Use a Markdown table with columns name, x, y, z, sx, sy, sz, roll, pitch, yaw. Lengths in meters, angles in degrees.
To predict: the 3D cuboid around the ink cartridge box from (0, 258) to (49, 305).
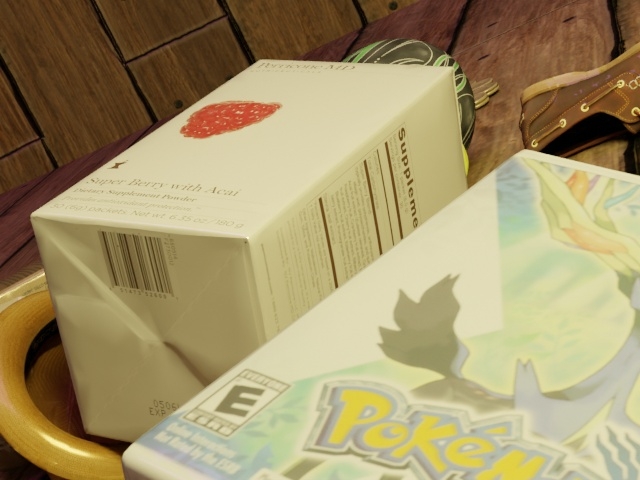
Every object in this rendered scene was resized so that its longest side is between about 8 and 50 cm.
| name | x | y | z | sx | sy | sz | roll | pitch | yaw |
| --- | --- | --- | --- | --- | --- | --- | --- | --- | --- |
| ink cartridge box | -0.266 | 0.058 | 1.574 | 0.193 | 0.088 | 0.234 | -30 | 8 | -13 |

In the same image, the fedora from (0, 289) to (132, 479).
| name | x | y | z | sx | sy | sz | roll | pitch | yaw |
| --- | --- | --- | --- | --- | --- | --- | --- | --- | --- |
| fedora | -0.168 | 0.120 | 1.122 | 0.194 | 0.194 | 0.079 | -42 | -19 | -50 |

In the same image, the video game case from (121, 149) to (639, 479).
| name | x | y | z | sx | sy | sz | roll | pitch | yaw |
| --- | --- | --- | --- | --- | --- | --- | --- | --- | --- |
| video game case | 0.132 | 0.069 | 0.630 | 0.329 | 0.036 | 0.300 | 17 | 40 | 40 |

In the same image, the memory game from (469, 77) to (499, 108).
| name | x | y | z | sx | sy | sz | roll | pitch | yaw |
| --- | --- | --- | --- | --- | --- | --- | --- | --- | --- |
| memory game | 0.130 | -0.149 | 1.820 | 0.186 | 0.012 | 0.186 | -25 | 13 | 6 |

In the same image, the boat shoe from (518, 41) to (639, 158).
| name | x | y | z | sx | sy | sz | roll | pitch | yaw |
| --- | --- | --- | --- | --- | --- | --- | --- | --- | --- |
| boat shoe | 0.270 | -0.122 | 1.330 | 0.207 | 0.073 | 0.073 | -22 | 51 | 33 |

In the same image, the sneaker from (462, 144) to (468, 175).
| name | x | y | z | sx | sy | sz | roll | pitch | yaw |
| --- | --- | --- | --- | --- | --- | --- | --- | --- | --- |
| sneaker | 0.000 | 0.000 | 1.341 | 0.295 | 0.109 | 0.123 | -28 | -9 | -1 |

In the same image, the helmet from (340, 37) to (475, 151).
| name | x | y | z | sx | sy | sz | roll | pitch | yaw |
| --- | --- | --- | --- | --- | --- | --- | --- | --- | --- |
| helmet | 0.070 | -0.116 | 1.474 | 0.161 | 0.169 | 0.169 | -38 | 6 | 27 |

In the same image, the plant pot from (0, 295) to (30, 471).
| name | x | y | z | sx | sy | sz | roll | pitch | yaw |
| --- | --- | --- | --- | --- | --- | --- | --- | --- | --- |
| plant pot | -0.257 | 0.127 | 1.256 | 0.109 | 0.109 | 0.096 | -23 | 54 | 14 |

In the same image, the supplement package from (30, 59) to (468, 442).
| name | x | y | z | sx | sy | sz | roll | pitch | yaw |
| --- | --- | --- | --- | --- | --- | --- | --- | --- | --- |
| supplement package | -0.033 | 0.002 | 1.075 | 0.177 | 0.175 | 0.293 | 6 | 29 | 30 |
